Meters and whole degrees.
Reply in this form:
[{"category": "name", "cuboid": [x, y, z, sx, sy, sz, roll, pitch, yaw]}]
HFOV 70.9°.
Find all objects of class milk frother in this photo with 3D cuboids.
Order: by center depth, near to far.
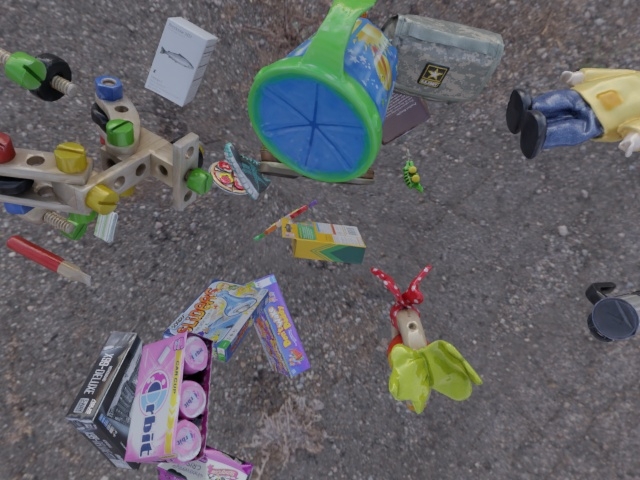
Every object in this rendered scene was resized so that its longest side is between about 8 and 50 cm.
[{"category": "milk frother", "cuboid": [0.602, 0.167, 0.922, 0.134, 0.129, 0.143, -2, 113, -32]}]

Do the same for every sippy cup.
[{"category": "sippy cup", "cuboid": [0.027, -0.261, 0.787, 0.240, 0.305, 0.224, 43, 57, -24]}]

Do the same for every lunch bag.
[{"category": "lunch bag", "cuboid": [0.253, -0.419, 1.039, 0.235, 0.287, 0.169, 12, 101, -5]}]

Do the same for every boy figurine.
[{"category": "boy figurine", "cuboid": [0.441, -0.200, 0.675, 0.285, 0.092, 0.177, -13, 58, 4]}]

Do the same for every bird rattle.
[{"category": "bird rattle", "cuboid": [0.145, 0.175, 0.766, 0.143, 0.254, 0.207, -12, 135, -9]}]

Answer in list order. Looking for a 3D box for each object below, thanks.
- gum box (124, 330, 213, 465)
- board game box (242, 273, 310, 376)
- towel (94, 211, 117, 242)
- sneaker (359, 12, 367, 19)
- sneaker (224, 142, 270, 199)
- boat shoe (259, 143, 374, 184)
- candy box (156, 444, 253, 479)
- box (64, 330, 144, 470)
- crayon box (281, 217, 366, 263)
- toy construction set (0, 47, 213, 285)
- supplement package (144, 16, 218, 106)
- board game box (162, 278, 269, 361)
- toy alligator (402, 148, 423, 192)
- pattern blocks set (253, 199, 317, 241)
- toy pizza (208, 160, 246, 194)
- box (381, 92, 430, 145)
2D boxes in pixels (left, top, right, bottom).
[{"category": "gum box", "cuboid": [-0.234, 0.251, 0.704, 0.107, 0.188, 0.062, -21, 144, 27]}, {"category": "board game box", "cuboid": [-0.173, 0.304, 1.626, 0.078, 0.233, 0.347, -22, 89, -25]}, {"category": "towel", "cuboid": [-0.800, -0.059, 1.678, 0.023, 0.152, 0.113, 14, 91, -45]}, {"category": "sneaker", "cuboid": [0.096, -0.847, 1.721, 0.099, 0.262, 0.121, -22, 85, -13]}, {"category": "sneaker", "cuboid": [-0.188, -0.190, 1.169, 0.076, 0.065, 0.166, -37, 128, -12]}, {"category": "boat shoe", "cuboid": [0.004, -0.199, 1.110, 0.307, 0.110, 0.105, 5, 92, -25]}, {"category": "candy box", "cuboid": [-0.222, 0.476, 0.864, 0.159, 0.071, 0.233, 20, 134, 6]}, {"category": "box", "cuboid": [-0.525, 0.433, 1.207, 0.076, 0.242, 0.308, 3, 133, 8]}, {"category": "crayon box", "cuboid": [0.000, 0.000, 1.783, 0.322, 0.203, 0.083, 7, 113, -10]}, {"category": "toy construction set", "cuboid": [-0.303, -0.071, 0.647, 0.237, 0.257, 0.309, 28, 109, 2]}, {"category": "supplement package", "cuboid": [-0.349, -0.449, 1.131, 0.105, 0.105, 0.179, 26, 116, -10]}, {"category": "board game box", "cuboid": [-0.207, 0.157, 0.926, 0.136, 0.201, 0.035, 9, 120, 14]}, {"category": "toy alligator", "cuboid": [0.326, -0.251, 1.652, 0.051, 0.056, 0.190, -17, 68, 6]}, {"category": "pattern blocks set", "cuboid": [-0.151, -0.090, 1.951, 0.324, 0.285, 0.026, -30, 94, 24]}, {"category": "toy pizza", "cuboid": [-0.369, -0.270, 1.889, 0.201, 0.201, 0.032, 28, 128, -9]}, {"category": "box", "cuboid": [0.200, -0.436, 1.343, 0.168, 0.167, 0.203, -27, 130, 26]}]
